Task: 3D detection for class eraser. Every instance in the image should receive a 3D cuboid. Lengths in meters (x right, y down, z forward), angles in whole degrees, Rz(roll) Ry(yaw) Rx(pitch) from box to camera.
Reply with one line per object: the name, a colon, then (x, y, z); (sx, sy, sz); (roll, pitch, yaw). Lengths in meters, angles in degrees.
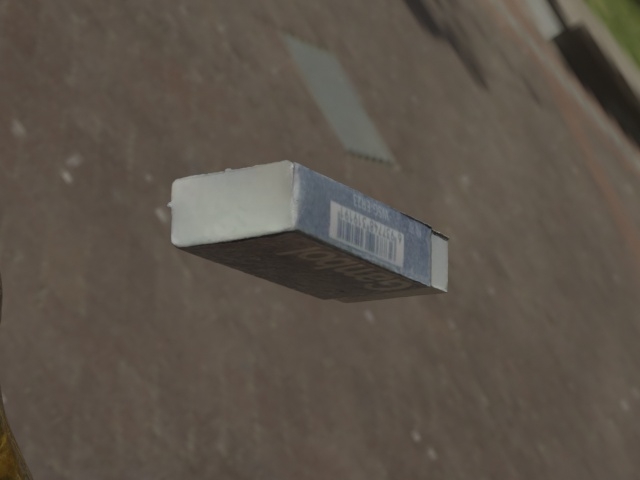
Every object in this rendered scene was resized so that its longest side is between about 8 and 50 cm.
eraser: (0.000, 0.000, 1.075); (0.212, 0.092, 0.046); (22, 65, -56)

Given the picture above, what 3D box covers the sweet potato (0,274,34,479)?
sweet potato: (-0.237, 0.091, 1.117); (0.059, 0.069, 0.249); (-48, 141, -56)
